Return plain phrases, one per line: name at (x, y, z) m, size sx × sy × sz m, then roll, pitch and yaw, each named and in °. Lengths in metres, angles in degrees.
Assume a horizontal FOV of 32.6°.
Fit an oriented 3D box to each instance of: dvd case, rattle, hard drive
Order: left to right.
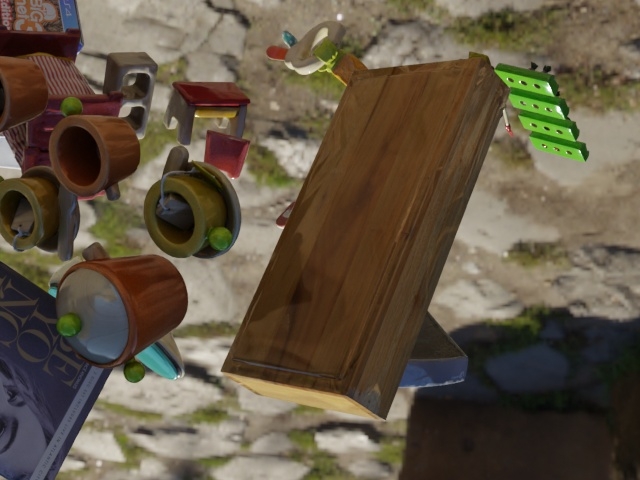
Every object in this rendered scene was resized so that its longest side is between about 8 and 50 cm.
dvd case at (-0.301, 0.106, 0.985) m, size 0.221 × 0.164 × 0.018 m, roll 39°, pitch 150°, yaw -25°
rattle at (0.000, -0.363, 2.214) m, size 0.143 × 0.130 × 0.200 m, roll 21°, pitch 162°, yaw -34°
hard drive at (0.127, 0.169, 1.825) m, size 0.255 × 0.172 × 0.054 m, roll 5°, pitch 126°, yaw -44°

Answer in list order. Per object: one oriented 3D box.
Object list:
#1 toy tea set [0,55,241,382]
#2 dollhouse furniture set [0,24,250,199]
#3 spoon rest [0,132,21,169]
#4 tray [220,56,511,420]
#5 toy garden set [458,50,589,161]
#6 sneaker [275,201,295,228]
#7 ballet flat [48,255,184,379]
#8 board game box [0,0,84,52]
toy tea set at (-0.236, -0.031, 0.970) m, size 0.336 × 0.124 × 0.200 m, roll 34°, pitch 119°, yaw 23°
dollhouse furniture set at (-0.241, -0.175, 1.466) m, size 0.374 × 0.201 × 0.152 m, roll -5°, pitch 127°, yaw -32°
spoon rest at (-0.424, -0.141, 1.695) m, size 0.276 × 0.084 × 0.137 m, roll -5°, pitch 167°, yaw -35°
tray at (0.051, -0.014, 1.237) m, size 0.203 × 0.411 × 0.076 m, roll 2°, pitch 153°, yaw 46°
toy garden set at (0.368, -0.251, 1.971) m, size 0.204 × 0.049 × 0.244 m, roll 21°, pitch 162°, yaw 38°
sneaker at (0.000, 0.000, 2.078) m, size 0.087 × 0.221 × 0.128 m, roll -46°, pitch 111°, yaw 4°
ballet flat at (-0.285, 0.107, 1.615) m, size 0.248 × 0.086 × 0.086 m, roll 34°, pitch 149°, yaw 7°
board game box at (-0.537, -0.311, 1.646) m, size 0.291 × 0.141 × 0.232 m, roll -6°, pitch 168°, yaw -30°
